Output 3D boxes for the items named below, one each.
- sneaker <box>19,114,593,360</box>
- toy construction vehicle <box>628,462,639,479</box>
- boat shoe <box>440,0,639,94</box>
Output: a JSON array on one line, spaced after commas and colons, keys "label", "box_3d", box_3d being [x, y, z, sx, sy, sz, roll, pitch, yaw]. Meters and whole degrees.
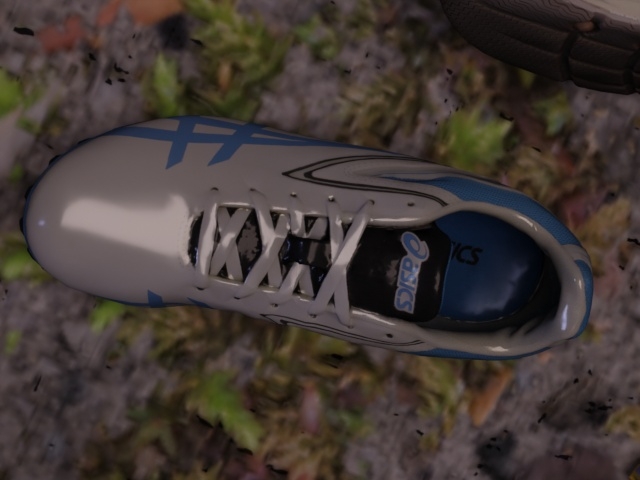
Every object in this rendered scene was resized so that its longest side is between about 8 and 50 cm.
[{"label": "sneaker", "box_3d": [0.000, 0.000, 0.782, 0.237, 0.086, 0.085, 7, 95, -16]}, {"label": "toy construction vehicle", "box_3d": [0.173, 0.129, 0.878, 0.098, 0.035, 0.086, -48, 117, -5]}, {"label": "boat shoe", "box_3d": [0.209, -0.130, 0.824, 0.355, 0.132, 0.130, 0, 86, -26]}]
